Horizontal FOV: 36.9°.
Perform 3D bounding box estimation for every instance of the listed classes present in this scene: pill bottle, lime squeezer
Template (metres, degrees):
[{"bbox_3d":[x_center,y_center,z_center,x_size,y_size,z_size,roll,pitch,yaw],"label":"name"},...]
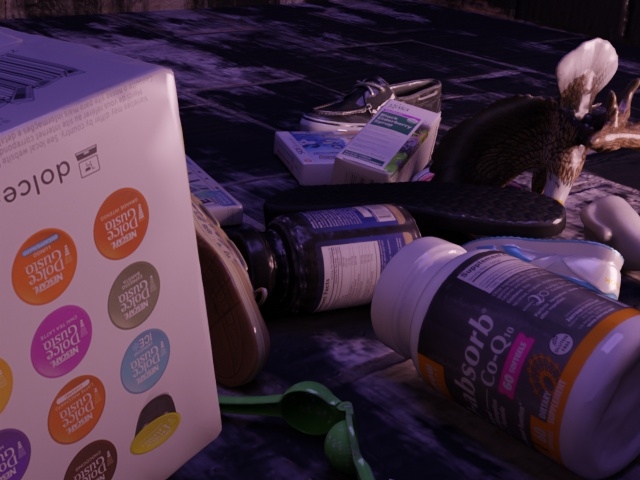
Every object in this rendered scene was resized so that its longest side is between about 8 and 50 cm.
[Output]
[{"bbox_3d":[0.004,0.024,1.152,0.219,0.122,0.123,-6,24,-24],"label":"pill bottle"},{"bbox_3d":[-0.008,0.178,0.858,0.110,0.058,0.310,-14,29,-38],"label":"lime squeezer"},{"bbox_3d":[0.190,0.102,0.944,0.162,0.162,0.278,-15,28,-38],"label":"pill bottle"}]

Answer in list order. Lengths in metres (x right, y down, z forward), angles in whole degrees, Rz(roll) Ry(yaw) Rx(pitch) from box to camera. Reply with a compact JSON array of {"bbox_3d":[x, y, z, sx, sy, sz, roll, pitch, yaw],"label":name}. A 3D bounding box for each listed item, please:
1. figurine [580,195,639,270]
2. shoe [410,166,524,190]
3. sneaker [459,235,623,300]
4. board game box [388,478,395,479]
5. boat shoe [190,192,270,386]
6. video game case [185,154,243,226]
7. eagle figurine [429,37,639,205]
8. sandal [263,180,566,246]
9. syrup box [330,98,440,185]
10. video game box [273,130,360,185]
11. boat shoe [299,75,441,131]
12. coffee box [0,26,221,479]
[{"bbox_3d":[0.498,0.012,1.328,0.215,0.092,0.209,-5,28,-19],"label":"figurine"},{"bbox_3d":[0.235,-0.080,1.525,0.178,0.063,0.081,-1,16,-23],"label":"shoe"},{"bbox_3d":[0.245,0.053,1.163,0.229,0.092,0.087,-2,-28,35],"label":"sneaker"},{"bbox_3d":[0.099,0.232,0.757,0.090,0.020,0.090,18,21,-14],"label":"board game box"},{"bbox_3d":[-0.121,0.036,1.054,0.089,0.104,0.285,11,40,-49],"label":"boat shoe"},{"bbox_3d":[-0.316,-0.080,1.468,0.300,0.036,0.329,-7,25,-25],"label":"video game case"},{"bbox_3d":[0.322,-0.124,1.363,0.225,0.226,0.298,-49,19,-24],"label":"eagle figurine"},{"bbox_3d":[0.128,-0.016,1.331,0.446,0.107,0.167,3,19,33],"label":"sandal"},{"bbox_3d":[0.104,-0.131,1.523,0.093,0.096,0.237,21,38,16],"label":"syrup box"},{"bbox_3d":[0.038,-0.148,1.684,0.205,0.048,0.187,-3,26,-18],"label":"video game box"},{"bbox_3d":[0.101,-0.267,1.890,0.335,0.119,0.121,-13,28,-36],"label":"boat shoe"},{"bbox_3d":[-0.319,0.048,0.707,0.338,0.334,0.338,19,36,34],"label":"coffee box"}]
